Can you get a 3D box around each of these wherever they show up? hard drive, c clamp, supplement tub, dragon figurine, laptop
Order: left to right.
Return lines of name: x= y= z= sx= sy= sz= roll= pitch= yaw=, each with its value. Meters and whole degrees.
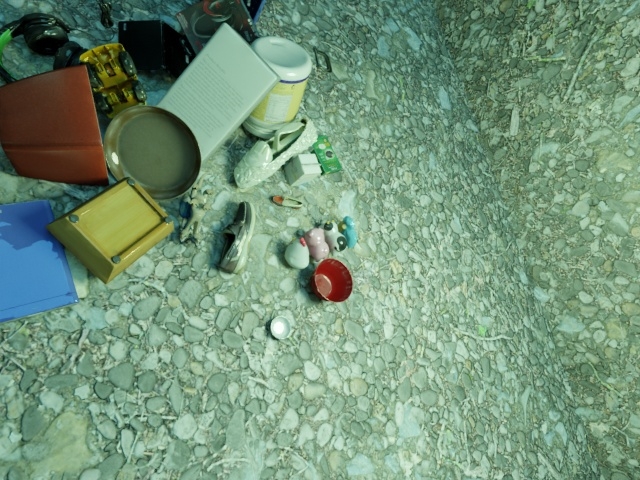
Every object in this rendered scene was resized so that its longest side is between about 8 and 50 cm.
hard drive: x=-0.823 y=0.053 z=1.132 sx=0.210 sy=0.040 sz=0.318 roll=-15 pitch=80 yaw=-38
laptop: x=-0.629 y=-0.717 z=1.615 sx=0.264 sy=0.137 sz=0.234 roll=20 pitch=57 yaw=-57
dragon figurine: x=-0.439 y=-0.118 z=1.444 sx=0.085 sy=0.144 sz=0.289 roll=17 pitch=45 yaw=-31
supplement tub: x=-0.189 y=-0.595 z=1.637 sx=0.241 sy=0.331 sz=0.240 roll=10 pitch=52 yaw=-14
c clamp: x=-0.001 y=-0.944 z=2.153 sx=0.137 sy=0.022 sz=0.160 roll=-5 pitch=72 yaw=-42

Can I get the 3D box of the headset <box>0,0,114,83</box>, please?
headset: x=-0.834 y=-0.631 z=1.322 sx=0.243 sy=0.185 sz=0.394 roll=48 pitch=63 yaw=-10

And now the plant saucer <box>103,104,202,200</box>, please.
plant saucer: x=-0.541 y=-0.283 z=1.351 sx=0.311 sy=0.310 sz=0.050 roll=39 pitch=16 yaw=-16

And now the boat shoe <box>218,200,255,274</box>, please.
boat shoe: x=-0.305 y=-0.021 z=1.493 sx=0.093 sy=0.103 sz=0.284 roll=20 pitch=66 yaw=-33

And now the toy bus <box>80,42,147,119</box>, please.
toy bus: x=-0.664 y=-0.500 z=1.378 sx=0.150 sy=0.211 sz=0.220 roll=-23 pitch=93 yaw=-10

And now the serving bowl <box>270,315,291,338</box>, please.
serving bowl: x=-0.149 y=0.319 z=1.504 sx=0.084 sy=0.027 sz=0.083 roll=14 pitch=64 yaw=-30

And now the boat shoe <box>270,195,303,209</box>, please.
boat shoe: x=-0.138 y=-0.160 z=1.706 sx=0.137 sy=0.043 sz=0.049 roll=15 pitch=65 yaw=-29

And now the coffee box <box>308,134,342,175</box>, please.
coffee box: x=0.015 y=-0.395 z=1.915 sx=0.113 sy=0.040 sz=0.184 roll=-23 pitch=84 yaw=-39

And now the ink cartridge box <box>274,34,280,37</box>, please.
ink cartridge box: x=-0.197 y=-0.785 z=1.834 sx=0.140 sy=0.191 sz=0.082 roll=35 pitch=54 yaw=-19

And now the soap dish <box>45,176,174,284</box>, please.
soap dish: x=-0.613 y=-0.045 z=1.251 sx=0.229 sy=0.118 sz=0.290 roll=51 pitch=44 yaw=-13

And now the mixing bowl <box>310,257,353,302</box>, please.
mixing bowl: x=0.029 y=0.169 z=1.649 sx=0.182 sy=0.098 sz=0.181 roll=14 pitch=64 yaw=-31

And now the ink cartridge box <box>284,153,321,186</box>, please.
ink cartridge box: x=-0.071 y=-0.302 z=1.748 sx=0.092 sy=0.143 sz=0.089 roll=-13 pitch=79 yaw=-38

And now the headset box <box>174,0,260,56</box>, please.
headset box: x=-0.416 y=-0.834 z=1.653 sx=0.294 sy=0.110 sz=0.218 roll=-27 pitch=103 yaw=-2

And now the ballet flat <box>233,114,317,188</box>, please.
ballet flat: x=-0.185 y=-0.366 z=1.626 sx=0.409 sy=0.147 sz=0.147 roll=-40 pitch=96 yaw=-19

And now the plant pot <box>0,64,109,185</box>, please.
plant pot: x=-0.773 y=-0.316 z=1.198 sx=0.236 sy=0.267 sz=0.266 roll=-12 pitch=78 yaw=-27

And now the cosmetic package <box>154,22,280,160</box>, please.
cosmetic package: x=-0.374 y=-0.469 z=1.410 sx=0.230 sy=0.453 sz=0.161 roll=44 pitch=15 yaw=-13

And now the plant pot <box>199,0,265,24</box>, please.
plant pot: x=-0.402 y=-1.062 z=1.789 sx=0.236 sy=0.236 sz=0.212 roll=-10 pitch=70 yaw=-38

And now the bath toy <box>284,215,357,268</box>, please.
bath toy: x=0.000 y=0.000 z=1.683 sx=0.348 sy=0.128 sz=0.151 roll=-22 pitch=50 yaw=-40
